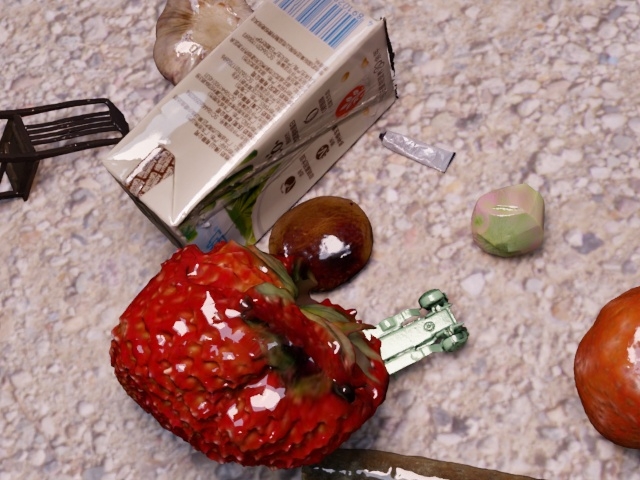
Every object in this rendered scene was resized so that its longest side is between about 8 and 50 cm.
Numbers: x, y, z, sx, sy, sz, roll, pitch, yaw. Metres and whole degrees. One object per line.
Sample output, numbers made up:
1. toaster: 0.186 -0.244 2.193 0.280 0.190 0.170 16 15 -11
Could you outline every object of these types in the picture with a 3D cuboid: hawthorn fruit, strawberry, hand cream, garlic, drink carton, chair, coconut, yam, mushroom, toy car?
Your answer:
1. hawthorn fruit: 0.342 0.126 1.015 0.189 0.189 0.189 -3 70 7
2. strawberry: -0.083 0.131 1.026 0.261 0.261 0.257 45 102 20
3. hand cream: 0.114 -0.110 1.220 0.093 0.019 0.030 24 73 9
4. garlic: -0.137 -0.242 1.258 0.147 0.102 0.159 -19 80 -14
5. drink carton: -0.069 -0.131 1.156 0.132 0.194 0.324 40 80 21
6. chair: -0.351 -0.113 1.261 0.213 0.101 0.084 -11 64 -37
7. coconut: 0.210 -0.020 1.139 0.083 0.082 0.081 40 47 -22
8. yam: 0.116 0.257 1.062 0.274 0.061 0.061 8 71 12
9. mushroom: 0.000 0.000 1.175 0.123 0.052 0.123 -4 66 9
10. toy car: 0.089 0.114 1.119 0.143 0.054 0.073 -27 67 -4
